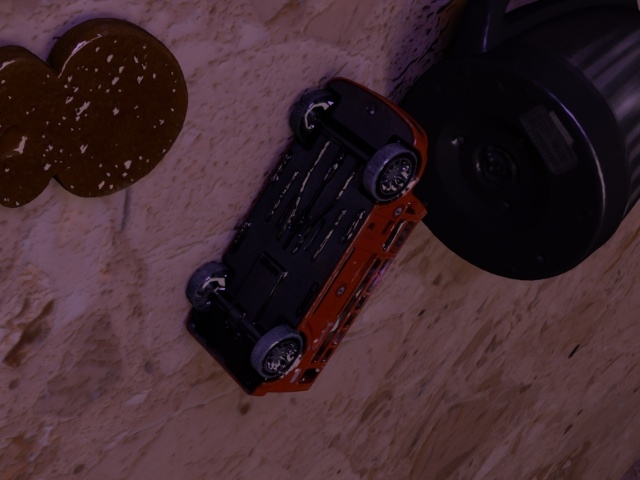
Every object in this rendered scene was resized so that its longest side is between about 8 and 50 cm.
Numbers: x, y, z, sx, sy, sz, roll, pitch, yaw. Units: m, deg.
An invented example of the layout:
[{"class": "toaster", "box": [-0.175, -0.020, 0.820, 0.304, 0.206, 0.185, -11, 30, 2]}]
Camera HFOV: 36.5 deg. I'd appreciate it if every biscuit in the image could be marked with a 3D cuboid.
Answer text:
[{"class": "biscuit", "box": [-0.162, -0.080, 0.617, 0.175, 0.026, 0.124, -17, 131, -38]}]

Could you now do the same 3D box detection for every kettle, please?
[{"class": "kettle", "box": [0.212, -0.132, 0.865, 0.271, 0.250, 0.207, -35, 175, -36]}]

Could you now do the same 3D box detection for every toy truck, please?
[{"class": "toy truck", "box": [0.000, 0.000, 0.791, 0.114, 0.107, 0.252, 16, 110, -53]}]
